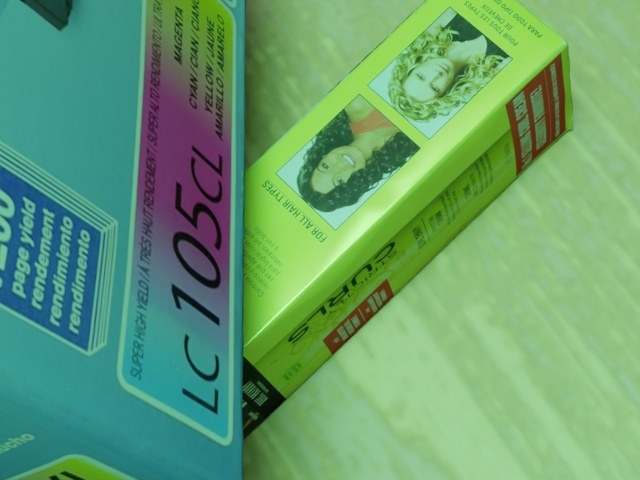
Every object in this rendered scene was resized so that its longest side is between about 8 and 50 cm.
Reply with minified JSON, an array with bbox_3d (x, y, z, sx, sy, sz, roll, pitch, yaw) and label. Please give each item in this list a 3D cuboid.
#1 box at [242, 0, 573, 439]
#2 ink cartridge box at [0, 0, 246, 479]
[{"bbox_3d":[0.000,0.000,0.553,0.232,0.087,0.058,-44,68,-7],"label":"box"},{"bbox_3d":[-0.191,-0.090,0.383,0.151,0.395,0.270,-22,54,28],"label":"ink cartridge box"}]
